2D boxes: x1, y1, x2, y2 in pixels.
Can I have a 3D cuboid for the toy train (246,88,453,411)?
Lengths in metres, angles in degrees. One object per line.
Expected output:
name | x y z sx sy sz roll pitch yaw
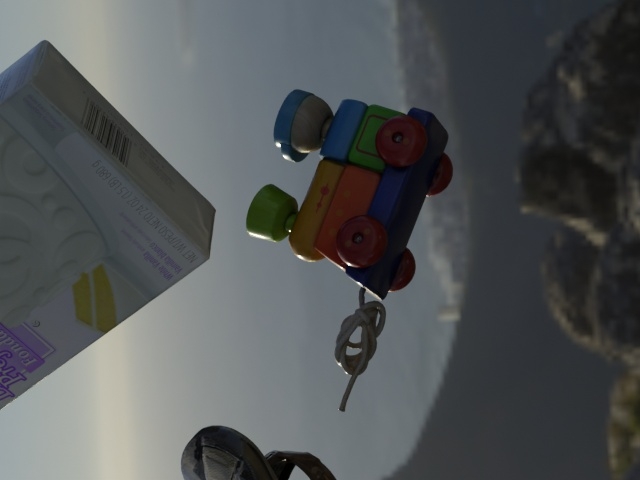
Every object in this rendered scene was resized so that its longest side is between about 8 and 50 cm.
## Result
toy train | 0.000 0.000 1.400 0.248 0.143 0.105 -68 -23 -7

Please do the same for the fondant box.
fondant box | -0.297 0.005 1.597 0.238 0.330 0.096 45 -157 -24

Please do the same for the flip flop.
flip flop | -0.017 0.218 1.388 0.080 0.112 0.277 -58 -46 -18
